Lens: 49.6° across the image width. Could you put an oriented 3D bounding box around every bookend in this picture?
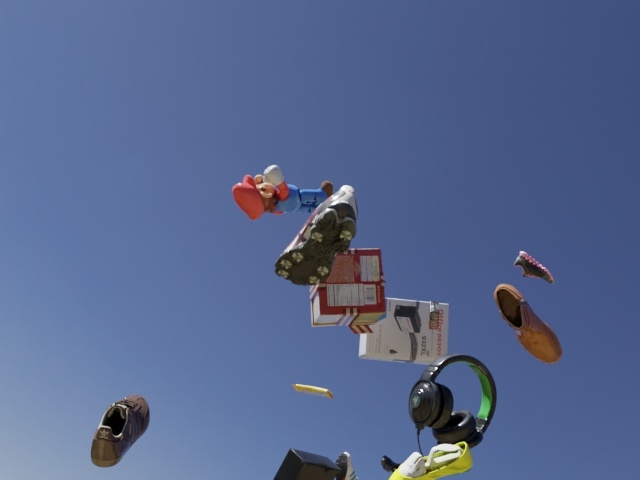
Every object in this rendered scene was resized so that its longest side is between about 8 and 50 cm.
[{"bbox_3d":[-0.046,0.660,1.875,0.157,0.156,0.072,28,-1,-42],"label":"bookend"}]

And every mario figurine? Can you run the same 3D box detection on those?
[{"bbox_3d":[-0.126,-0.163,2.216,0.321,0.170,0.197,1,-63,-24],"label":"mario figurine"}]

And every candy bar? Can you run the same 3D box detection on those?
[{"bbox_3d":[-0.024,0.478,2.200,0.162,0.018,0.040,-1,-44,44],"label":"candy bar"}]

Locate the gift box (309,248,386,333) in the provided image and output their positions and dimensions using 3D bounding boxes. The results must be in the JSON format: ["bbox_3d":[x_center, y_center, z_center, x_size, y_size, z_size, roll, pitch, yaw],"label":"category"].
[{"bbox_3d":[0.102,0.175,2.336,0.277,0.254,0.258,4,-16,-7],"label":"gift box"}]

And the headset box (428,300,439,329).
[{"bbox_3d":[0.383,0.256,2.344,0.032,0.062,0.083,2,-59,6],"label":"headset box"}]

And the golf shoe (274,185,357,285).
[{"bbox_3d":[0.000,0.000,1.424,0.105,0.120,0.273,31,-43,-14],"label":"golf shoe"}]

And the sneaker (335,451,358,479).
[{"bbox_3d":[0.092,0.771,2.252,0.057,0.161,0.075,-16,-20,40],"label":"sneaker"}]

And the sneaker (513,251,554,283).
[{"bbox_3d":[0.581,0.084,1.893,0.119,0.057,0.047,41,5,18],"label":"sneaker"}]

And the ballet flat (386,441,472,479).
[{"bbox_3d":[0.252,0.527,1.627,0.077,0.231,0.077,-138,-141,-63],"label":"ballet flat"}]

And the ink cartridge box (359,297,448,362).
[{"bbox_3d":[0.310,0.336,2.569,0.308,0.223,0.129,6,-15,-6],"label":"ink cartridge box"}]

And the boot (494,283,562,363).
[{"bbox_3d":[0.424,0.177,1.434,0.197,0.073,0.152,52,11,16],"label":"boot"}]

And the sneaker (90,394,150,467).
[{"bbox_3d":[-0.328,0.299,1.163,0.066,0.188,0.071,10,-72,-1],"label":"sneaker"}]

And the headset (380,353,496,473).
[{"bbox_3d":[0.327,0.498,1.947,0.243,0.394,0.185,47,-22,-14],"label":"headset"}]
